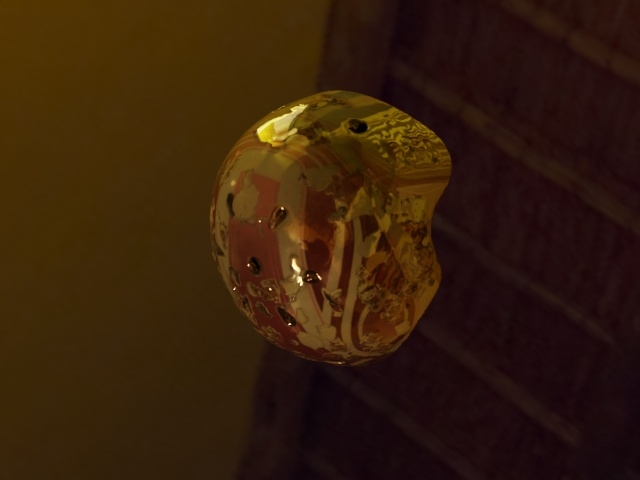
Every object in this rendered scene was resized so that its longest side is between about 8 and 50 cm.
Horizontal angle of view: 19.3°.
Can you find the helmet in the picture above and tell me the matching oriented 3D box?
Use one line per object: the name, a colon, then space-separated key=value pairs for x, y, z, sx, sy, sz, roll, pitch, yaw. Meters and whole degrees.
helmet: x=-0.009 y=-0.006 z=1.169 sx=0.153 sy=0.107 sz=0.177 roll=13 pitch=-81 yaw=37
